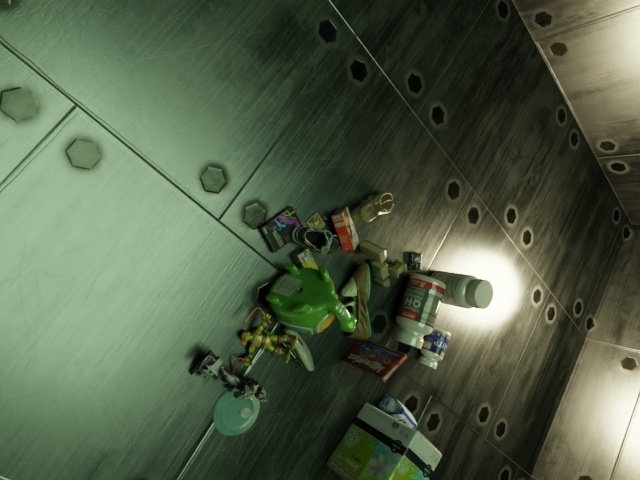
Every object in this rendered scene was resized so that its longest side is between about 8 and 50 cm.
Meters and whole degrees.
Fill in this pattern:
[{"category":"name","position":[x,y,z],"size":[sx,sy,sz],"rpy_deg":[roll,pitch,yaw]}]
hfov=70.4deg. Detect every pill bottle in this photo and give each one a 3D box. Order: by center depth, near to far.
[{"category":"pill bottle","position":[0.450,0.327,2.094],"size":[0.176,0.176,0.319],"rpy_deg":[27,78,-32]},{"category":"pill bottle","position":[0.665,0.238,2.167],"size":[0.160,0.283,0.161],"rpy_deg":[-3,95,-34]},{"category":"pill bottle","position":[0.553,0.524,2.215],"size":[0.112,0.112,0.187],"rpy_deg":[31,76,-31]}]

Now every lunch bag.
[{"category":"lunch bag","position":[0.359,0.792,2.078],"size":[0.096,0.151,0.129],"rpy_deg":[-51,118,-21]}]

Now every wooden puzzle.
[{"category":"wooden puzzle","position":[-0.019,-0.068,1.854],"size":[0.078,0.014,0.116],"rpy_deg":[49,67,-26]}]

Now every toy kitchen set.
[{"category":"toy kitchen set","position":[0.285,0.078,2.028],"size":[0.166,0.122,0.207],"rpy_deg":[-35,131,-27]}]

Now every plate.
[{"category":"plate","position":[-0.309,0.641,1.700],"size":[0.188,0.024,0.188],"rpy_deg":[-2,93,-33]}]

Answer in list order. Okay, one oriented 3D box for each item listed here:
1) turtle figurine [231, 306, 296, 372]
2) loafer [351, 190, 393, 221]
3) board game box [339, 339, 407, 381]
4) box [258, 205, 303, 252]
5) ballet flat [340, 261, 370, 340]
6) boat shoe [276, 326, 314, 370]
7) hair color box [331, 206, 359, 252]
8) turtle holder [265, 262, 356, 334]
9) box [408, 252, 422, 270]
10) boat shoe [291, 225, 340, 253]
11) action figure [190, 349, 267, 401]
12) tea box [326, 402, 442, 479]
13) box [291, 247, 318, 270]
[{"category":"turtle figurine","position":[-0.214,0.390,1.706],"size":[0.217,0.087,0.270],"rpy_deg":[20,94,-16]},{"category":"loafer","position":[0.226,-0.150,1.971],"size":[0.268,0.092,0.102],"rpy_deg":[-25,109,-47]},{"category":"board game box","position":[0.213,0.489,1.883],"size":[0.145,0.281,0.027],"rpy_deg":[-39,112,-26]},{"category":"box","position":[-0.149,-0.044,1.760],"size":[0.162,0.029,0.116],"rpy_deg":[-38,113,-25]},{"category":"ballet flat","position":[0.147,0.265,1.945],"size":[0.124,0.116,0.343],"rpy_deg":[-3,99,-14]},{"category":"boat shoe","position":[-0.098,0.432,1.803],"size":[0.070,0.078,0.219],"rpy_deg":[-26,105,13]},{"category":"hair color box","position":[0.105,-0.046,1.891],"size":[0.167,0.053,0.093],"rpy_deg":[69,25,-16]},{"category":"turtle holder","position":[-0.025,0.233,1.704],"size":[0.243,0.320,0.227],"rpy_deg":[-84,161,-46]},{"category":"box","position":[0.455,0.101,2.177],"size":[0.067,0.018,0.083],"rpy_deg":[4,91,-33]},{"category":"boat shoe","position":[0.000,0.000,1.815],"size":[0.254,0.079,0.095],"rpy_deg":[25,81,-43]},{"category":"action figure","position":[-0.308,0.499,1.607],"size":[0.285,0.185,0.099],"rpy_deg":[34,64,-13]},{"category":"tea box","position":[0.263,0.926,1.916],"size":[0.220,0.329,0.324],"rpy_deg":[48,67,-26]},{"category":"box","position":[-0.049,0.115,1.822],"size":[0.059,0.054,0.169],"rpy_deg":[-35,112,-27]}]
